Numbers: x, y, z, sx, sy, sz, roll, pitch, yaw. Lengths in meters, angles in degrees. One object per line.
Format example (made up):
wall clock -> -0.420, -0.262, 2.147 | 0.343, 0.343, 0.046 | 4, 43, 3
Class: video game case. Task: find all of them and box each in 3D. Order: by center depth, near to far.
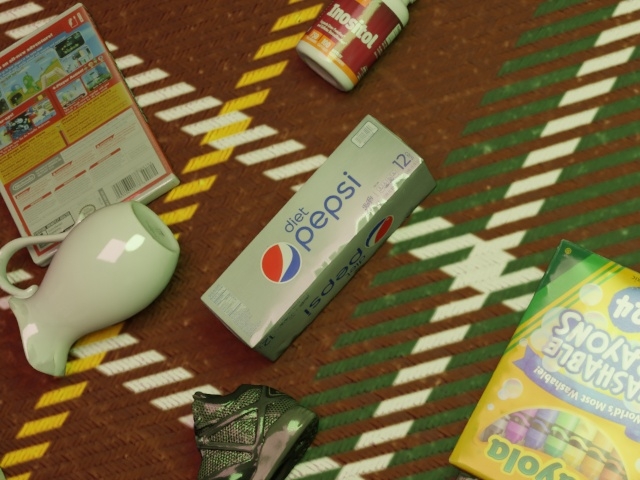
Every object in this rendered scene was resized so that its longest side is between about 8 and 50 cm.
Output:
video game case -> -0.323, -0.135, 1.822 | 0.204, 0.025, 0.285 | -31, 69, 5

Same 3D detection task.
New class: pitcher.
pitcher -> -0.281, 0.031, 1.712 | 0.207, 0.125, 0.177 | -41, 71, 12

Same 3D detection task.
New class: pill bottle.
pill bottle -> 0.048, -0.258, 1.727 | 0.086, 0.086, 0.152 | 38, 86, 21

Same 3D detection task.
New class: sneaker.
sneaker -> -0.116, 0.255, 1.623 | 0.130, 0.087, 0.227 | 32, 81, 23

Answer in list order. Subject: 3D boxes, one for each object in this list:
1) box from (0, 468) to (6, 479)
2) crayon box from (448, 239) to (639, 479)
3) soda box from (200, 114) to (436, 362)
box -> -0.540, 0.312, 1.686 | 0.311, 0.148, 0.121 | -36, 70, 4
crayon box -> 0.278, 0.187, 1.539 | 0.203, 0.083, 0.323 | 25, 82, 20
soda box -> 0.000, 0.000, 1.658 | 0.091, 0.098, 0.286 | 41, 88, 20
